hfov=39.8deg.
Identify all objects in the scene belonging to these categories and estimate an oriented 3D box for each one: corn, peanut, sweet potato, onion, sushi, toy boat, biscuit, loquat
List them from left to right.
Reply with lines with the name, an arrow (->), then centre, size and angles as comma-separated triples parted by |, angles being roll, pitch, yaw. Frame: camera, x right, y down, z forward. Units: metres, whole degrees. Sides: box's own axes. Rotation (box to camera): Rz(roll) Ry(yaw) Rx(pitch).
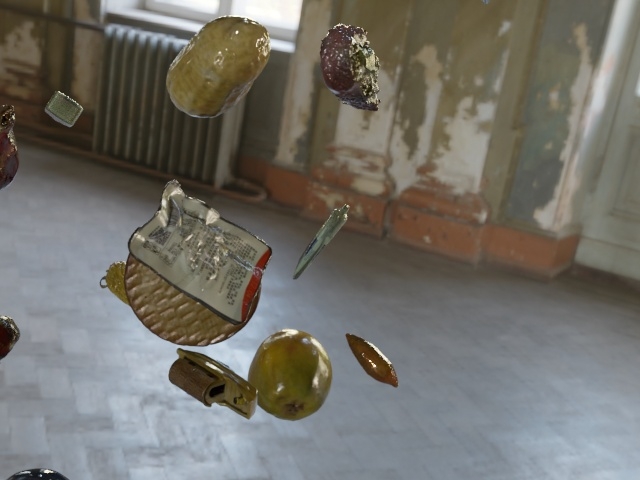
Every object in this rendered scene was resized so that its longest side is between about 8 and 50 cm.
onion -> -0.545, -0.155, 1.369 | 0.135, 0.173, 0.198 | -34, 8, -38
onion -> -0.762, 0.224, 2.064 | 0.118, 0.119, 0.117 | 0, -10, -28
corn -> -0.483, 0.123, 2.308 | 0.106, 0.107, 0.293 | -3, 13, -34
biscuit -> -0.290, 0.096, 2.016 | 0.317, 0.318, 0.040 | 10, 19, 1
toy boat -> -0.199, 0.263, 1.606 | 0.088, 0.068, 0.226 | -10, 25, -44
peanut -> -0.164, -0.281, 1.440 | 0.129, 0.129, 0.224 | -5, -15, -38
loquat -> -0.071, 0.303, 2.104 | 0.213, 0.213, 0.246 | 7, 40, -9
sushi -> 0.073, -0.400, 2.145 | 0.107, 0.241, 0.161 | 6, 34, 26
sweet potato -> 0.066, 0.154, 1.132 | 0.095, 0.034, 0.034 | 43, 22, 2

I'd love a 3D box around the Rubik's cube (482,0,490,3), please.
Rubik's cube -> 0.391, -0.722, 2.086 | 0.207, 0.205, 0.205 | 50, 9, 11

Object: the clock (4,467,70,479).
clock -> -0.458, 0.492, 1.443 | 0.146, 0.200, 0.243 | -27, 53, 6

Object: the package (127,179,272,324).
package -> -0.193, 0.018, 1.434 | 0.232, 0.166, 0.040 | 36, -34, -23

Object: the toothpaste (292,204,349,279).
toothpaste -> 0.000, 0.000, 2.108 | 0.038, 0.233, 0.060 | 30, 30, -14

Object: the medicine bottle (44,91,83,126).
medicine bottle -> -0.607, -0.307, 2.088 | 0.074, 0.055, 0.118 | 32, -8, -17
